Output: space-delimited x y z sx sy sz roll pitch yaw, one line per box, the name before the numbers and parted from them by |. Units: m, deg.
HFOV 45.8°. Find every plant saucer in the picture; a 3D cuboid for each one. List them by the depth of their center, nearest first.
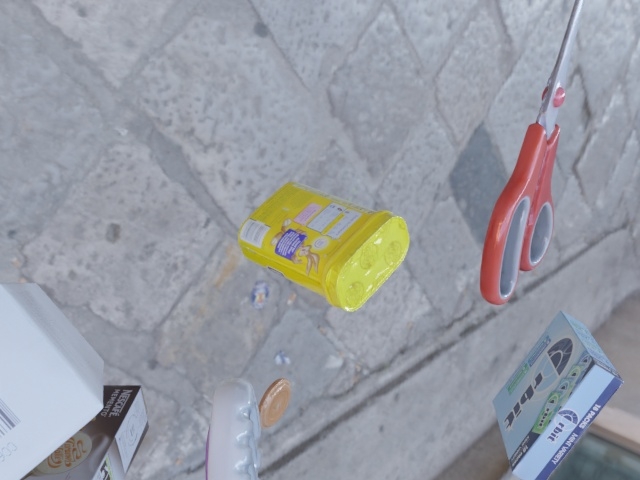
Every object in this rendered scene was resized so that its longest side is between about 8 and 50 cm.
plant saucer | -0.070 0.253 1.173 0.083 0.013 0.083 -41 143 -42

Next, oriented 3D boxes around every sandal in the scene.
sandal | -0.119 0.339 0.739 0.169 0.102 0.416 84 7 -53

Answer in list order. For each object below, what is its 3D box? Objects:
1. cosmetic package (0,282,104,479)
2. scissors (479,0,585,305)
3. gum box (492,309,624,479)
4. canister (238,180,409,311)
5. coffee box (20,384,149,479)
cosmetic package | -0.365 0.166 0.827 0.217 0.385 0.156 -40 99 -16
scissors | 0.169 -0.090 0.573 0.109 0.021 0.297 -24 128 -44
gum box | 0.275 0.183 0.908 0.157 0.041 0.184 -58 -177 15
canister | 0.000 0.000 0.894 0.126 0.170 0.073 -44 136 -25
coffee box | -0.392 0.352 1.258 0.246 0.141 0.098 -74 162 -62
